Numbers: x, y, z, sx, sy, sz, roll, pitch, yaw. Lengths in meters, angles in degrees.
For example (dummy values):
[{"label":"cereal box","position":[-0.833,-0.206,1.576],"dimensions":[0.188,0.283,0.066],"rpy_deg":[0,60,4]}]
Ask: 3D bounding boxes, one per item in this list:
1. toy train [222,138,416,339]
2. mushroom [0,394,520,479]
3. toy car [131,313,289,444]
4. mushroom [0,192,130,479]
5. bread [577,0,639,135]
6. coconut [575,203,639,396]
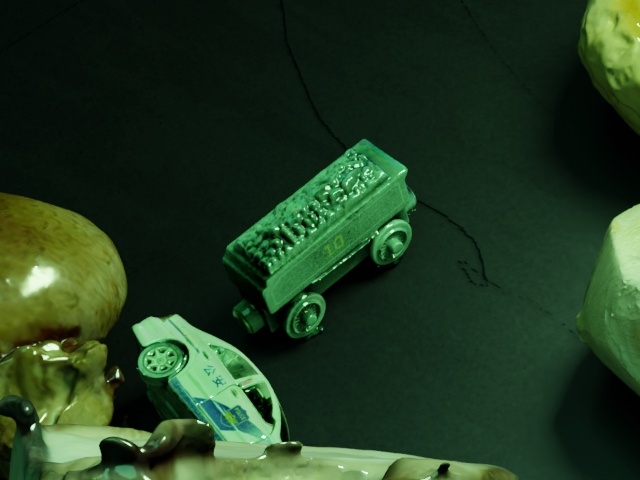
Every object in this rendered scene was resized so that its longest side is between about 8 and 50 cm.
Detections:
[{"label":"toy train","position":[0.000,0.000,1.489],"dimensions":[0.172,0.099,0.070],"rpy_deg":[-39,52,-17]},{"label":"mushroom","position":[-0.056,0.309,1.190],"dimensions":[0.313,0.224,0.397],"rpy_deg":[7,86,-15]},{"label":"toy car","position":[-0.059,0.140,1.393],"dimensions":[0.076,0.090,0.224],"rpy_deg":[-29,50,-18]},{"label":"mushroom","position":[-0.261,0.077,1.428],"dimensions":[0.283,0.195,0.263],"rpy_deg":[20,53,28]},{"label":"bread","position":[0.320,-0.155,1.519],"dimensions":[0.244,0.134,0.244],"rpy_deg":[-5,50,6]},{"label":"coconut","position":[0.258,0.047,1.348],"dimensions":[0.162,0.161,0.161],"rpy_deg":[-21,47,17]}]
